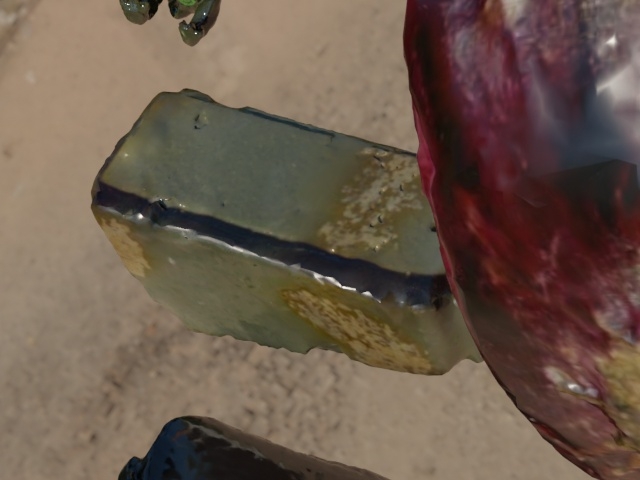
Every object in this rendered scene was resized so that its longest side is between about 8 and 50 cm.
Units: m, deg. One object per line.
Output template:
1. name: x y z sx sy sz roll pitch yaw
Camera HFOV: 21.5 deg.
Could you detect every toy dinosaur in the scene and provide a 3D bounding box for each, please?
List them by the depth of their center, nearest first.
1. toy dinosaur: -0.107 -0.267 1.517 0.187 0.087 0.179 107 -171 -52

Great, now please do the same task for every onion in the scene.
1. onion: 0.210 -0.044 0.643 0.260 0.336 0.282 -7 38 38

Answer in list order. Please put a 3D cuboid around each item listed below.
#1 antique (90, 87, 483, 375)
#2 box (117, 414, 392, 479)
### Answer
1. antique: 0.000 0.000 1.148 0.284 0.150 0.125 13 57 30
2. box: -0.005 0.329 1.302 0.359 0.350 0.091 -87 23 -44
